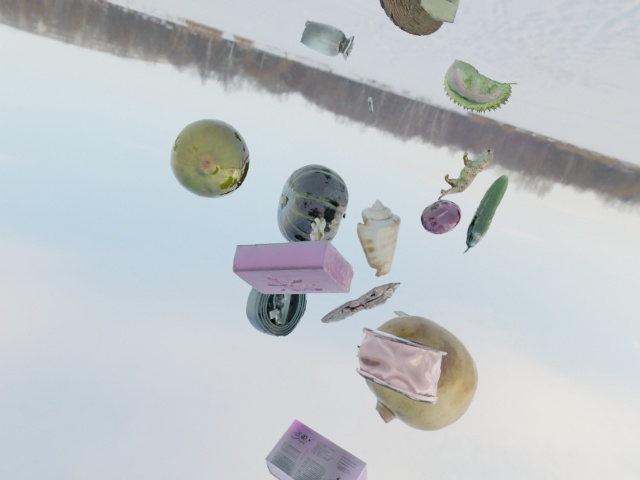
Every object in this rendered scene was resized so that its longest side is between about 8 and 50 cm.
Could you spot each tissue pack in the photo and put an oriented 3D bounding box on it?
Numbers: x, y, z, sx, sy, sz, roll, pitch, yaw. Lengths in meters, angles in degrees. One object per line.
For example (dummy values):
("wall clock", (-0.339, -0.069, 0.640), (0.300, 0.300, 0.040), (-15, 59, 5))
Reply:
("tissue pack", (-0.008, 0.620, 1.384), (0.246, 0.093, 0.148), (22, -131, 30))

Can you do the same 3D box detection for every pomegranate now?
("pomegranate", (0.327, 0.460, 1.756), (0.415, 0.417, 0.417), (16, -162, -5))

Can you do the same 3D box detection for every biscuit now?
("biscuit", (0.364, -0.957, 2.027), (0.317, 0.040, 0.318), (33, 161, 13))
("biscuit", (0.442, -0.888, 1.840), (0.147, 0.046, 0.250), (17, 171, 8))

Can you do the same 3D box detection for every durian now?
("durian", (0.675, -0.668, 2.233), (0.158, 0.169, 0.352), (-22, -132, -30))

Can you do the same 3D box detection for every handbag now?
("handbag", (0.178, 0.277, 1.139), (0.204, 0.117, 0.179), (17, 174, 1))

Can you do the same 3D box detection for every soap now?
("soap", (-0.066, 0.073, 1.281), (0.259, 0.081, 0.181), (-2, 154, 23))

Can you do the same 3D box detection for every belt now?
("belt", (-0.156, 0.212, 1.843), (0.206, 0.268, 0.116), (31, 162, -34))

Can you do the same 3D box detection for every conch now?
("conch", (0.214, -0.012, 1.703), (0.127, 0.255, 0.158), (-11, -168, 37))

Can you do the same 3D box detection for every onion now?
("onion", (0.340, -0.062, 1.422), (0.104, 0.115, 0.115), (43, -176, -31))

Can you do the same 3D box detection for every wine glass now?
("wine glass", (0.027, -0.774, 1.961), (0.204, 0.111, 0.111), (20, -162, -4))

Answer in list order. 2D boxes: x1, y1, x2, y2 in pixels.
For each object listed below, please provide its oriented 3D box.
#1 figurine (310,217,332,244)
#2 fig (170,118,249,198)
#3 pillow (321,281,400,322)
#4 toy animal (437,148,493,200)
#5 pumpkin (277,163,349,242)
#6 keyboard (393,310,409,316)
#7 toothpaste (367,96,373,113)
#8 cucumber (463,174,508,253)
("figurine", (0.000, 0.000, 1.657), (0.083, 0.083, 0.188), (11, -142, -18))
("fig", (-0.281, -0.214, 1.348), (0.207, 0.208, 0.230), (21, -173, 10))
("pillow", (0.121, 0.188, 1.492), (0.135, 0.248, 0.049), (-9, -109, -48))
("toy animal", (0.494, -0.221, 1.738), (0.099, 0.241, 0.057), (20, -153, -34))
("pumpkin", (-0.034, -0.125, 1.911), (0.241, 0.324, 0.323), (20, -164, -19))
("keyboard", (0.428, 0.385, 2.573), (0.055, 0.017, 0.166), (3, -173, -16))
("toothpaste", (0.201, -0.544, 2.040), (0.019, 0.083, 0.027), (-25, -121, -5))
("cucumber", (0.457, -0.075, 1.412), (0.055, 0.250, 0.056), (25, 180, 0))
